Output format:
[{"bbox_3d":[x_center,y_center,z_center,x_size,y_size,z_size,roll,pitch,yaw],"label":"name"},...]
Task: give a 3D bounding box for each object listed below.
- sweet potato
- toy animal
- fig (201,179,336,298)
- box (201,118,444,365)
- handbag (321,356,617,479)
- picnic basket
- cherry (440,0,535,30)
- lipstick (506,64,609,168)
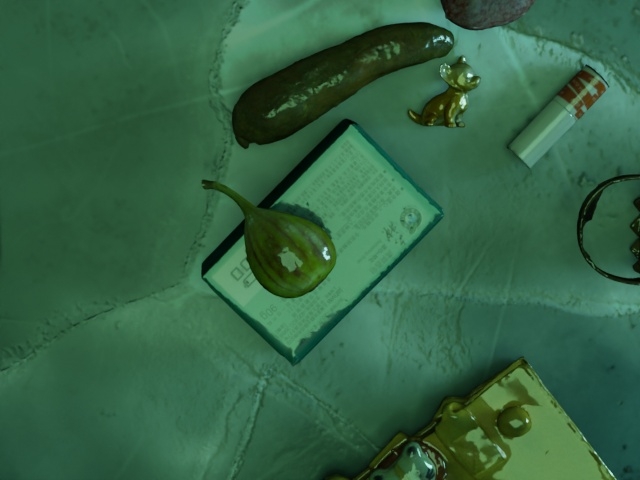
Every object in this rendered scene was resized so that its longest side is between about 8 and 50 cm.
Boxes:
[{"bbox_3d":[0.022,-0.186,1.700,0.273,0.075,0.075,-27,100,-4],"label":"sweet potato"},{"bbox_3d":[0.142,-0.169,1.722,0.081,0.060,0.083,10,100,31],"label":"toy animal"},{"bbox_3d":[-0.065,0.000,1.618,0.166,0.093,0.093,29,96,-8],"label":"fig"},{"bbox_3d":[0.000,0.000,1.713,0.245,0.092,0.153,-45,98,2],"label":"box"},{"bbox_3d":[0.150,0.350,1.769,0.401,0.133,0.283,-36,94,2],"label":"handbag"},{"bbox_3d":[0.379,-0.011,1.714,0.178,0.138,0.128,7,95,-7],"label":"picnic basket"},{"bbox_3d":[0.222,-0.316,1.687,0.225,0.090,0.107,-40,88,-6],"label":"cherry"},{"bbox_3d":[0.271,-0.141,1.737,0.038,0.038,0.131,44,94,-9],"label":"lipstick"}]
